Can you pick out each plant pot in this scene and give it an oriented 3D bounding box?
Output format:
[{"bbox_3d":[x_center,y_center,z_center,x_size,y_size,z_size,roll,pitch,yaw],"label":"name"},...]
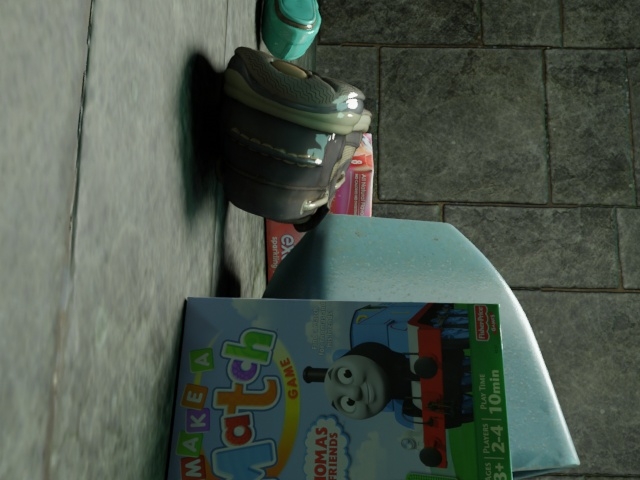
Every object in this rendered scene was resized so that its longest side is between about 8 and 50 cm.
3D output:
[{"bbox_3d":[0.052,0.116,0.745,0.248,0.247,0.252,133,-45,-57],"label":"plant pot"}]

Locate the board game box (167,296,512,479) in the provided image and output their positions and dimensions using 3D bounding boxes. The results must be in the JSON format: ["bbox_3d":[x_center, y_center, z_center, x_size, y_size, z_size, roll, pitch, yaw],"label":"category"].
[{"bbox_3d":[0.013,0.118,0.493,0.039,0.212,0.160,86,5,-64],"label":"board game box"}]

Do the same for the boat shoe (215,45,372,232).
[{"bbox_3d":[-0.036,-0.082,0.689,0.355,0.132,0.130,-36,147,-83],"label":"boat shoe"}]

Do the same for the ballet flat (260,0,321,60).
[{"bbox_3d":[-0.043,-0.324,0.994,0.087,0.083,0.247,126,-25,-46],"label":"ballet flat"}]

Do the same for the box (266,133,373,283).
[{"bbox_3d":[0.000,0.000,1.140,0.142,0.154,0.299,-87,178,-60],"label":"box"}]
